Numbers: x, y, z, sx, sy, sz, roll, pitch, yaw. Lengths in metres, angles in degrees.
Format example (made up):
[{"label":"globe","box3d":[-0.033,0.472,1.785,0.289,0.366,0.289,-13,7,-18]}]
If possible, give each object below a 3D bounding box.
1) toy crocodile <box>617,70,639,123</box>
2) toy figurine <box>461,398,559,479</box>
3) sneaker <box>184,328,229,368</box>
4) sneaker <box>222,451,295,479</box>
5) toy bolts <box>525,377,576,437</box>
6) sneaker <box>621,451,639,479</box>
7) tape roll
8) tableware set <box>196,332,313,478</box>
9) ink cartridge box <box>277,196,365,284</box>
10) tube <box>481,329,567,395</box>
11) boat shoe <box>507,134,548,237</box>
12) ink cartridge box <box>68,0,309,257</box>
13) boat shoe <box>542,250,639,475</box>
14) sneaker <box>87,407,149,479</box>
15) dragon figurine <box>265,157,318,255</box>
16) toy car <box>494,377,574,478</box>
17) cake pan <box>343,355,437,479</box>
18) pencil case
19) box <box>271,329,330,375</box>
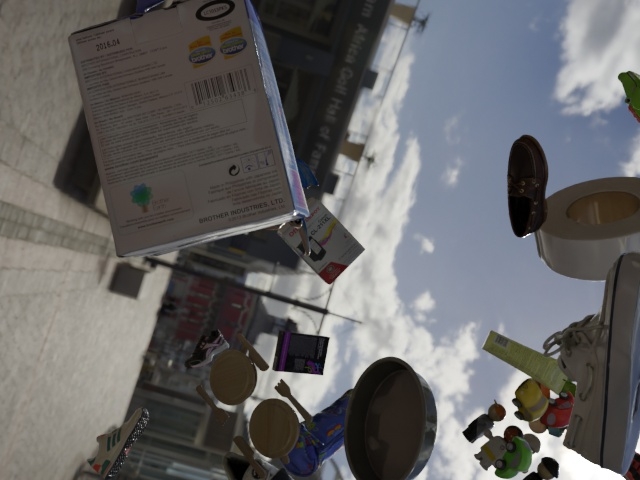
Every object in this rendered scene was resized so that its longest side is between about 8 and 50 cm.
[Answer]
[{"label":"toy crocodile","box3d":[0.823,-0.276,1.694,0.105,0.115,0.340,-50,-124,35]},{"label":"toy figurine","box3d":[0.490,0.539,1.828,0.148,0.209,0.213,-41,-172,7]},{"label":"sneaker","box3d":[-0.364,0.334,2.196,0.072,0.077,0.178,-17,-170,33]},{"label":"sneaker","box3d":[-0.125,0.621,1.753,0.122,0.330,0.146,-54,136,-28]},{"label":"toy bolts","box3d":[0.714,0.538,2.188,0.228,0.158,0.218,-68,150,-65]},{"label":"sneaker","box3d":[0.832,0.604,2.029,0.116,0.314,0.136,-46,-172,-16]},{"label":"tape roll","box3d":[0.601,-0.030,1.499,0.286,0.286,0.100,-88,161,-63]},{"label":"tableware set","box3d":[-0.097,0.248,1.092,0.128,0.194,0.039,-52,151,12]},{"label":"ink cartridge box","box3d":[0.000,0.000,1.719,0.127,0.175,0.072,-45,-166,-3]},{"label":"tube","box3d":[0.567,0.331,1.961,0.062,0.240,0.070,-48,160,-51]},{"label":"boat shoe","box3d":[0.401,-0.101,1.388,0.073,0.073,0.207,21,-45,50]},{"label":"ink cartridge box","box3d":[-0.195,-0.196,1.054,0.151,0.270,0.395,2,74,-85]},{"label":"boat shoe","box3d":[0.407,0.175,1.072,0.136,0.156,0.367,-35,128,-42]},{"label":"sneaker","box3d":[-0.429,0.413,1.485,0.161,0.075,0.057,-60,164,-8]},{"label":"dragon figurine","box3d":[-0.064,-0.097,1.288,0.085,0.289,0.144,-9,-130,37]},{"label":"toy car","box3d":[0.442,0.409,1.481,0.053,0.239,0.225,32,-85,46]},{"label":"cake pan","box3d":[0.154,0.405,1.563,0.293,0.054,0.293,-36,-134,47]},{"label":"pencil case","box3d":[0.028,0.476,1.786,0.133,0.119,0.306,-23,177,39]},{"label":"box","box3d":[-0.055,0.326,2.048,0.029,0.162,0.116,8,-94,61]}]
